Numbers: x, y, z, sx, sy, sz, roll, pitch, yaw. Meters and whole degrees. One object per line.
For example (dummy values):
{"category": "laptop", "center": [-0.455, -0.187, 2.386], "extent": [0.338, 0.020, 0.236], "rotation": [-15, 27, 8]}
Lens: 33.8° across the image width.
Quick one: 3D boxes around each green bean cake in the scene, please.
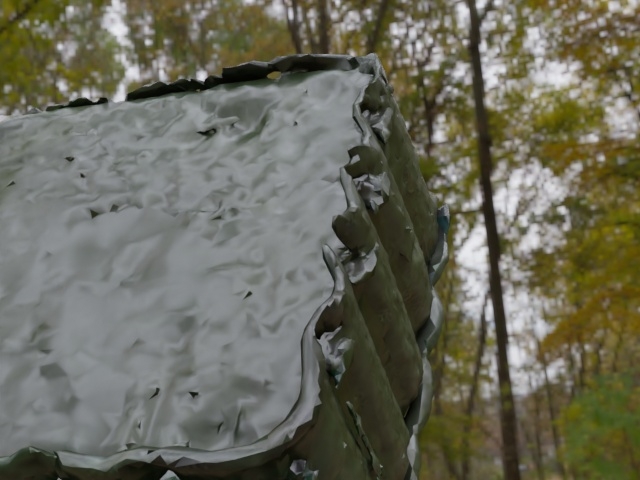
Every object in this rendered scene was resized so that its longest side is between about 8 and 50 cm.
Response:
{"category": "green bean cake", "center": [-0.081, 0.043, 0.456], "extent": [0.255, 0.241, 0.132], "rotation": [-9, -46, 18]}
